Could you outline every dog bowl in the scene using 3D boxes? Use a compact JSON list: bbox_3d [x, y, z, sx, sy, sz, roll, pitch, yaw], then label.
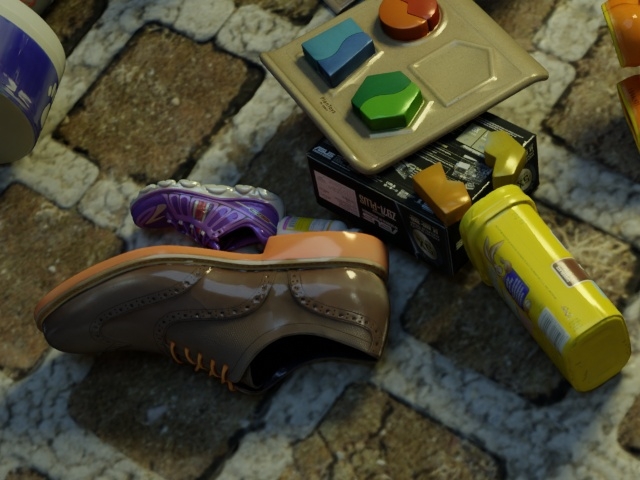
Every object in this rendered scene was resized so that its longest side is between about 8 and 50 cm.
[{"bbox_3d":[-0.417,-0.189,1.792,0.265,0.265,0.104,5,64,21],"label":"dog bowl"}]

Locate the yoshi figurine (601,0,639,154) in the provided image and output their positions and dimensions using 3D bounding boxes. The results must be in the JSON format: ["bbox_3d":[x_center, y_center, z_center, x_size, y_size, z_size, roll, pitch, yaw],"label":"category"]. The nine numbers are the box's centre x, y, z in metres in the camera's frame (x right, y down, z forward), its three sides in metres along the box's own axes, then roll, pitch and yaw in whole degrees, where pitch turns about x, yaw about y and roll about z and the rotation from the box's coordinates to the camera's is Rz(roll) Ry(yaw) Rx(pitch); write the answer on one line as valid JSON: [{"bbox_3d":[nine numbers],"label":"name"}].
[{"bbox_3d":[0.462,-0.188,1.558,0.362,0.203,0.203,-15,73,7],"label":"yoshi figurine"}]

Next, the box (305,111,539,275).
[{"bbox_3d":[0.102,-0.071,1.645,0.180,0.077,0.147,28,60,30],"label":"box"}]

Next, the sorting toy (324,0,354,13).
[{"bbox_3d":[0.020,-0.296,1.862,0.062,0.012,0.083,-39,59,-1],"label":"sorting toy"}]

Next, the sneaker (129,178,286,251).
[{"bbox_3d":[-0.121,-0.021,1.715,0.170,0.068,0.071,2,67,19],"label":"sneaker"}]

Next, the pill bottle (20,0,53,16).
[{"bbox_3d":[-0.346,-0.397,1.925,0.210,0.210,0.363,30,73,30],"label":"pill bottle"}]

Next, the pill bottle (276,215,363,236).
[{"bbox_3d":[0.000,0.000,1.673,0.083,0.043,0.043,6,63,21],"label":"pill bottle"}]

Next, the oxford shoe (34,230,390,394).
[{"bbox_3d":[-0.111,0.082,1.615,0.363,0.130,0.133,-9,66,15],"label":"oxford shoe"}]

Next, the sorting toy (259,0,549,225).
[{"bbox_3d":[0.104,-0.152,1.634,0.229,0.041,0.307,-27,50,-14],"label":"sorting toy"}]

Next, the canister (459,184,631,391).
[{"bbox_3d":[0.209,0.046,1.529,0.073,0.126,0.170,-34,58,-3],"label":"canister"}]
